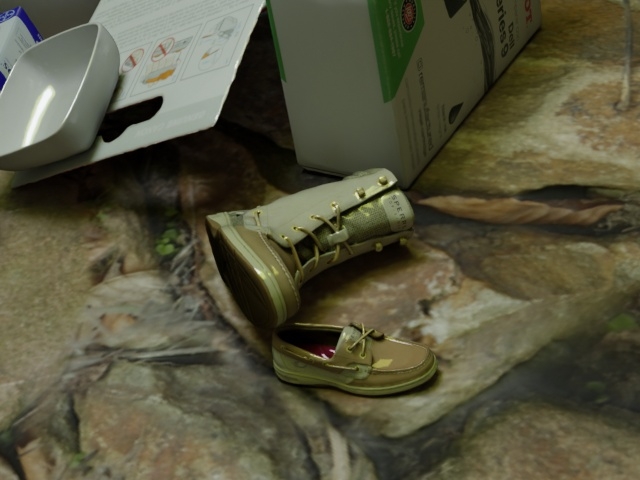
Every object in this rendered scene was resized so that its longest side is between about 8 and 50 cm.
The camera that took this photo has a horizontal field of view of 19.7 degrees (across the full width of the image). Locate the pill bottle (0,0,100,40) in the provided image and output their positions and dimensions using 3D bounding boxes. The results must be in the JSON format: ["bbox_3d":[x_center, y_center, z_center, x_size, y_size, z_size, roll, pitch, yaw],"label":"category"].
[{"bbox_3d":[-0.299,-0.356,2.000,0.161,0.161,0.283,-9,53,8],"label":"pill bottle"}]

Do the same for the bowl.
[{"bbox_3d":[-0.245,-0.126,1.719,0.142,0.053,0.142,-15,49,44],"label":"bowl"}]

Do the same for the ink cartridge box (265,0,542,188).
[{"bbox_3d":[0.083,-0.220,1.686,0.121,0.211,0.289,13,44,29],"label":"ink cartridge box"}]

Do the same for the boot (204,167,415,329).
[{"bbox_3d":[0.000,0.000,1.508,0.165,0.077,0.213,-17,16,-8],"label":"boot"}]

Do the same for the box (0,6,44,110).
[{"bbox_3d":[-0.348,-0.155,1.845,0.126,0.072,0.137,-18,34,19],"label":"box"}]

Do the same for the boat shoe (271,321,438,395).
[{"bbox_3d":[0.023,0.088,1.431,0.135,0.045,0.050,0,38,19],"label":"boat shoe"}]

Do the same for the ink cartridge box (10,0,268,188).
[{"bbox_3d":[-0.110,-0.206,1.779,0.308,0.091,0.385,-13,46,44],"label":"ink cartridge box"}]
